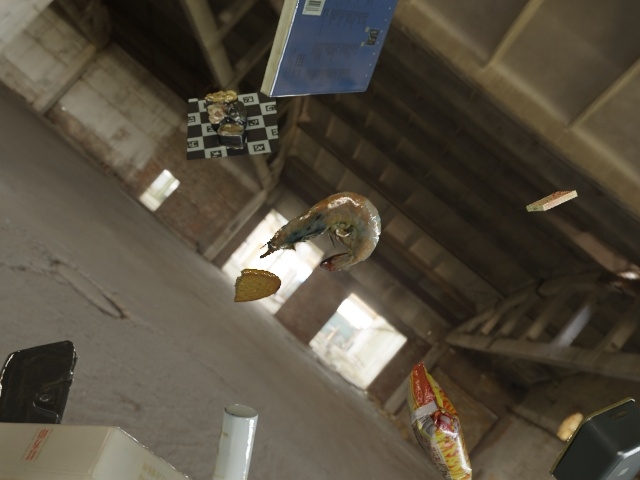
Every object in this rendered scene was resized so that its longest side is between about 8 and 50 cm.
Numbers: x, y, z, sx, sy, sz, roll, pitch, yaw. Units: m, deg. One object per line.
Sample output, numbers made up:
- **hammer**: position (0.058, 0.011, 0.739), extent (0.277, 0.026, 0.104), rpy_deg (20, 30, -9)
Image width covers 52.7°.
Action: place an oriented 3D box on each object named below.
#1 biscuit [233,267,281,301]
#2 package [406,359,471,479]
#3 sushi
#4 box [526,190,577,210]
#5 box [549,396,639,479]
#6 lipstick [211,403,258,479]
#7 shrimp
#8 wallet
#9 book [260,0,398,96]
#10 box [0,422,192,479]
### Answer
- **biscuit**: position (-0.168, 0.119, 1.732), extent (0.206, 0.126, 0.025), rpy_deg (118, -31, -59)
- **package**: position (0.271, 0.439, 1.502), extent (0.223, 0.108, 0.288), rpy_deg (-103, 173, -60)
- **sushi**: position (-0.185, -0.262, 1.341), extent (0.050, 0.192, 0.215), rpy_deg (88, -5, -47)
- **box**: position (0.506, -0.086, 1.414), extent (0.015, 0.093, 0.058), rpy_deg (69, -18, -7)
- **box**: position (0.537, 0.403, 1.216), extent (0.090, 0.144, 0.201), rpy_deg (55, -35, 41)
- **lipstick**: position (-0.150, 0.399, 1.049), extent (0.059, 0.264, 0.059), rpy_deg (11, 6, -1)
- **shrimp**: position (0.000, 0.000, 1.260), extent (0.143, 0.251, 0.052), rpy_deg (64, 17, -9)
- **wallet**: position (-0.682, 0.388, 1.489), extent (0.377, 0.197, 0.051), rpy_deg (-99, 178, -53)
- **book**: position (0.024, -0.316, 0.989), extent (0.025, 0.191, 0.269), rpy_deg (33, 30, 25)
- **box**: position (-0.144, 0.205, 0.475), extent (0.141, 0.058, 0.201), rpy_deg (-8, -45, 30)
